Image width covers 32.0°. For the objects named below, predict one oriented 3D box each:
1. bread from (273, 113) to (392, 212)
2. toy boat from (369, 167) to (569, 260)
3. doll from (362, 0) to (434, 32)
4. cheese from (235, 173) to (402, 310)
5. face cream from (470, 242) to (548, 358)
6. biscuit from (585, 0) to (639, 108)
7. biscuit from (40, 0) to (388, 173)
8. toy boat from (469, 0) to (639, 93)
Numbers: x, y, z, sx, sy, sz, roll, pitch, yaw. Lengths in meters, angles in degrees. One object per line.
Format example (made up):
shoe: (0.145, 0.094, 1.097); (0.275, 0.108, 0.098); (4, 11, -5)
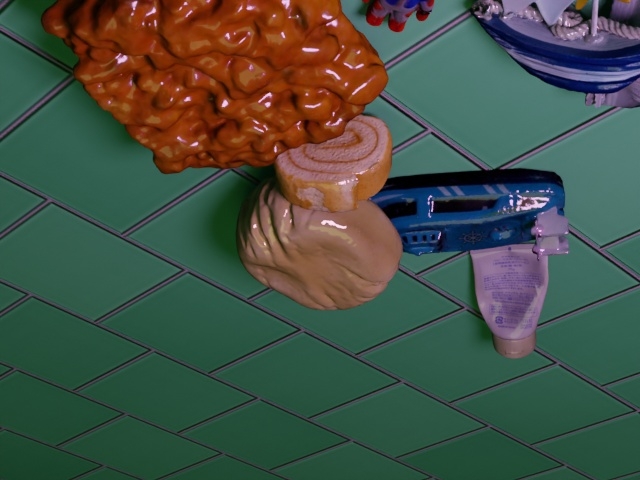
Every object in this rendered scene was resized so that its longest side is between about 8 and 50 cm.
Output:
bread: (0.016, -0.095, 1.400); (0.149, 0.122, 0.073); (1, 149, 5)
toy boat: (0.187, -0.019, 1.532); (0.298, 0.092, 0.134); (-5, 149, 10)
doll: (0.101, -0.286, 1.170); (0.104, 0.062, 0.195); (28, 150, -4)
cheese: (0.000, 0.000, 1.511); (0.226, 0.117, 0.214); (31, 148, -17)
face cream: (0.295, 0.084, 1.713); (0.114, 0.070, 0.224); (-4, 133, 10)
biscuit: (0.463, -0.209, 1.235); (0.309, 0.079, 0.186); (3, 140, -1)
biscuit: (-0.108, -0.205, 1.259); (0.318, 0.111, 0.312); (-15, 141, 24)
toy boat: (0.251, -0.279, 1.138); (0.220, 0.067, 0.291); (16, 144, 25)
